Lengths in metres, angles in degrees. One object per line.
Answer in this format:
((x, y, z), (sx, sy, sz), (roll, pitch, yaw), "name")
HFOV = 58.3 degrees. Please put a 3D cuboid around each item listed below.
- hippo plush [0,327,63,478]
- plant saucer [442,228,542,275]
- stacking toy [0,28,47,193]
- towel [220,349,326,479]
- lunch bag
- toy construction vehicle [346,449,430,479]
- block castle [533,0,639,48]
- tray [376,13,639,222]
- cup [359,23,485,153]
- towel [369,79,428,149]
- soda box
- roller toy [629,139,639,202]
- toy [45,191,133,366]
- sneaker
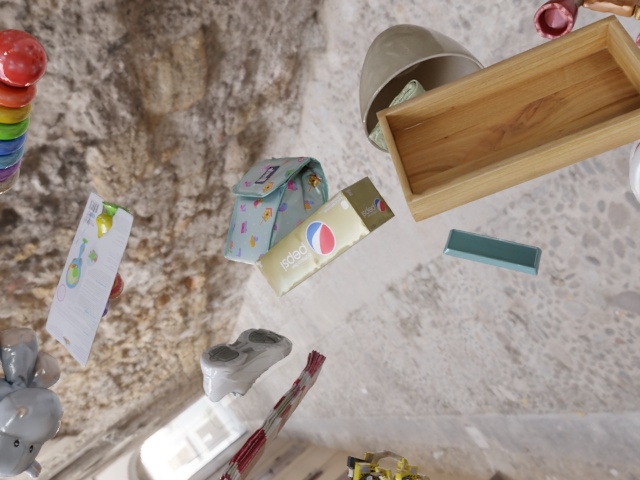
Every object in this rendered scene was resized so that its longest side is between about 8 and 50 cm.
((-0.626, 0.327, 1.088), (0.236, 0.294, 0.234), (32, 169, 47), "hippo plush")
((0.356, 0.020, 1.188), (0.192, 0.067, 0.018), (14, 148, 17), "plant saucer")
((-0.562, -0.225, 0.992), (0.141, 0.141, 0.330), (52, 128, 8), "stacking toy")
((-0.105, 0.402, 1.255), (0.037, 0.329, 0.237), (34, 154, 11), "towel")
((-0.101, -0.068, 1.318), (0.223, 0.160, 0.262), (7, 86, 56), "lunch bag")
((0.074, 0.271, 0.685), (0.086, 0.098, 0.035), (146, 129, -66), "toy construction vehicle")
((0.575, -0.572, 1.054), (0.303, 0.213, 0.453), (25, 150, 27), "block castle")
((0.316, -0.196, 0.943), (0.076, 0.410, 0.203), (53, -159, -55), "tray")
((0.236, -0.422, 1.498), (0.331, 0.331, 0.237), (87, 168, -56), "cup")
((0.172, -0.248, 1.176), (0.110, 0.148, 0.027), (18, -155, -50), "towel")
((0.000, 0.000, 0.691), (0.181, 0.061, 0.058), (-38, 86, 41), "soda box")
((0.637, -0.143, 0.986), (0.191, 0.146, 0.209), (-29, 104, 40), "roller toy")
((-0.342, 0.057, 0.890), (0.136, 0.237, 0.056), (25, -170, 39), "toy")
((-0.149, 0.251, 1.145), (0.090, 0.232, 0.115), (24, 112, 36), "sneaker")
